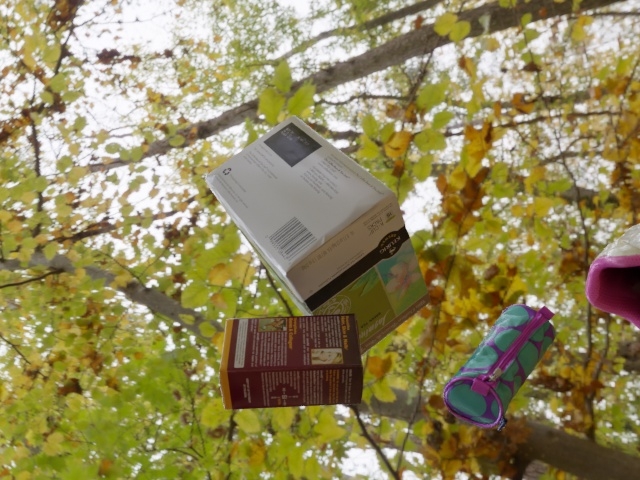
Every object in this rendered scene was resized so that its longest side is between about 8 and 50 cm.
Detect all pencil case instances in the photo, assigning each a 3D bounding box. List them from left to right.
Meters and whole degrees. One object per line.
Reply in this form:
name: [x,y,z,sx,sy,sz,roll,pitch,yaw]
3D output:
pencil case: [0.192,0.128,0.575,0.064,0.070,0.152,40,-133,17]

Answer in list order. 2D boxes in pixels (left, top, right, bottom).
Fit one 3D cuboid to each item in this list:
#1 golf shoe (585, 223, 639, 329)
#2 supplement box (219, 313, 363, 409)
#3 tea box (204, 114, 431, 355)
golf shoe: [0.271,0.090,0.282,0.140,0.306,0.115,-10,-51,-16]
supplement box: [-0.039,0.167,0.763,0.104,0.188,0.080,-95,4,-55]
tea box: [0.000,0.000,1.030,0.220,0.329,0.323,-37,-44,-7]
